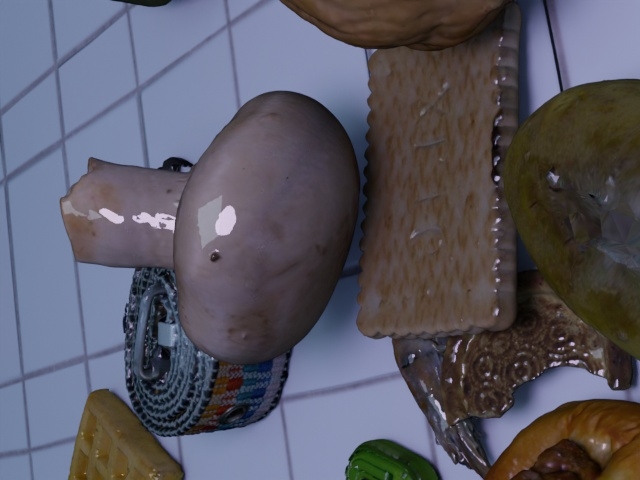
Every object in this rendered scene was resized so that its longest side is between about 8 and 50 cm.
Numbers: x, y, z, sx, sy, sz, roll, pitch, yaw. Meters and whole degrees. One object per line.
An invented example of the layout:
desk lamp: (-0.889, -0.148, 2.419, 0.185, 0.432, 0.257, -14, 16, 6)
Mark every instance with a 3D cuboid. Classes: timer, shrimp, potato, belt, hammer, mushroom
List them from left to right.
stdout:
hammer: (-0.189, -0.024, 1.461, 0.078, 0.021, 0.201, -31, 66, 46)
belt: (-0.150, 0.100, 1.304, 0.207, 0.160, 0.295, 29, 112, 46)
mushroom: (-0.110, -0.031, 1.100, 0.290, 0.292, 0.292, 16, 106, 8)
timer: (0.072, 0.290, 1.125, 0.128, 0.047, 0.140, 18, 104, 49)
shrimp: (0.140, 0.134, 1.052, 0.126, 0.047, 0.223, -41, 58, 30)
potato: (0.269, -0.017, 0.796, 0.307, 0.173, 0.210, 39, 121, 45)

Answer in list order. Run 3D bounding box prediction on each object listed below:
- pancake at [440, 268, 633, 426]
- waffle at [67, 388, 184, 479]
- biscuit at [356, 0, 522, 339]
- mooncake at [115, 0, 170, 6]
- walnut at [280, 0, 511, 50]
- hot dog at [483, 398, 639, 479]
pancake: (0.188, 0.114, 0.972, 0.190, 0.020, 0.184, -54, 49, 13)
waffle: (-0.302, 0.374, 1.566, 0.248, 0.055, 0.221, 33, 115, 46)
biscuit: (0.119, -0.064, 1.048, 0.217, 0.044, 0.325, -13, 70, 53)
mooncake: (-0.234, -0.481, 1.395, 0.351, 0.187, 0.351, -4, 85, 47)
walnut: (0.067, -0.327, 0.943, 0.344, 0.306, 0.306, 56, 130, 24)
hot dog: (0.200, 0.335, 0.839, 0.185, 0.223, 0.405, 10, 98, 47)
